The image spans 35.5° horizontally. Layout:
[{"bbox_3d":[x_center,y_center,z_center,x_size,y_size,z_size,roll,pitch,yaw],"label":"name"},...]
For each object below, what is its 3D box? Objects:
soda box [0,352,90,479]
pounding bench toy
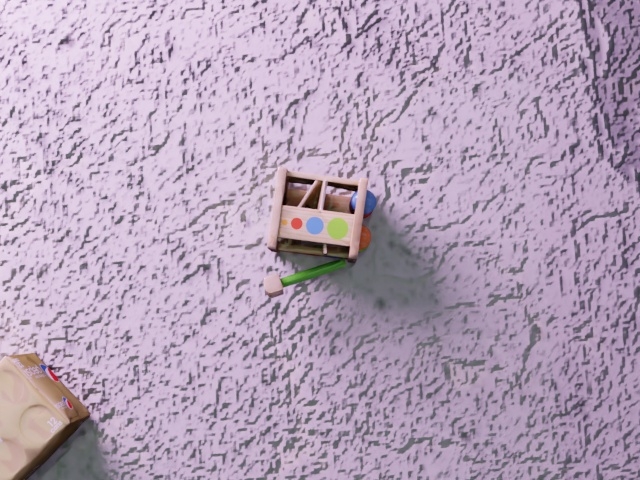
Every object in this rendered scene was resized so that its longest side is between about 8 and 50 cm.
[{"bbox_3d":[-0.236,0.156,0.640,0.181,0.058,0.061,-45,86,-2],"label":"soda box"},{"bbox_3d":[0.000,0.000,0.652,0.065,0.052,0.083,8,86,1],"label":"pounding bench toy"}]
